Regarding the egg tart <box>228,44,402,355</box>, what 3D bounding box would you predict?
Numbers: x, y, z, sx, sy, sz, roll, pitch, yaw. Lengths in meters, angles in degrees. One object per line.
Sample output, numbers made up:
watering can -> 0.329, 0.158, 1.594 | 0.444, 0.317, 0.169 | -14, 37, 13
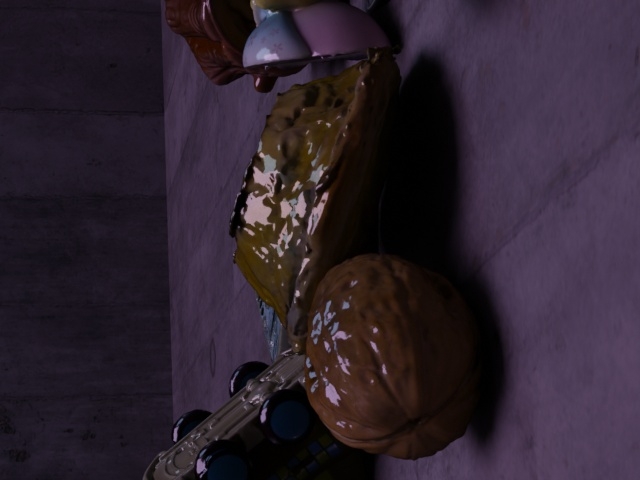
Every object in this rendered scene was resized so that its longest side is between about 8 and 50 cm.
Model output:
egg tart -> -0.008, -0.043, 1.361 | 0.315, 0.120, 0.315 | 17, -90, -84

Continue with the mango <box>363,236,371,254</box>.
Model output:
mango -> 0.005, -0.004, 1.541 | 0.089, 0.115, 0.165 | -10, 101, 56

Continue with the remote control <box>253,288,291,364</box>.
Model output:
remote control -> -0.063, 0.086, 2.017 | 0.233, 0.038, 0.098 | -109, 22, -55

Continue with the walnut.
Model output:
walnut -> 0.056, 0.091, 1.199 | 0.184, 0.155, 0.155 | -102, 17, -52

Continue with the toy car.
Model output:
toy car -> -0.047, 0.254, 1.568 | 0.198, 0.248, 0.204 | 53, 172, -13

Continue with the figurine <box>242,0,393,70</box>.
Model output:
figurine -> -0.016, -0.332, 1.425 | 0.284, 0.206, 0.315 | -41, -58, -81

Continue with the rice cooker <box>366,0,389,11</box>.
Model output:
rice cooker -> 0.026, -0.319, 1.158 | 0.280, 0.227, 0.241 | -75, 7, -48

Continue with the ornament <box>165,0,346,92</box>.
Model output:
ornament -> -0.082, -0.299, 1.727 | 0.235, 0.221, 0.217 | -62, 19, 3
